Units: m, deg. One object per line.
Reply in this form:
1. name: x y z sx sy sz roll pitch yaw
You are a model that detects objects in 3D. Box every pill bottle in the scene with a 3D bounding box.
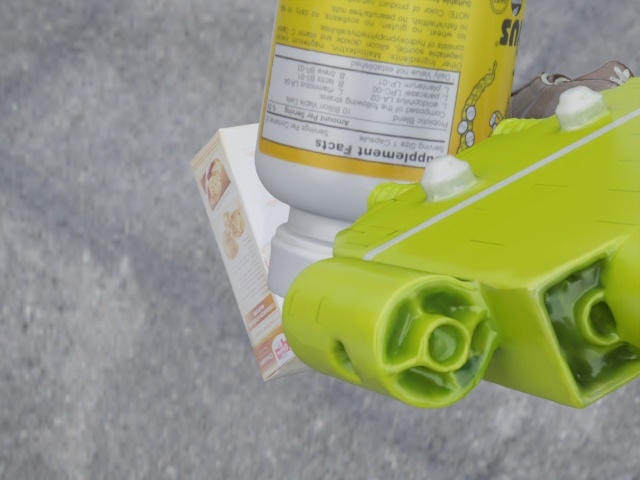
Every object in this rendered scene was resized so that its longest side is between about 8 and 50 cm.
1. pill bottle: 0.032 -0.072 0.855 0.118 0.208 0.117 8 8 -1

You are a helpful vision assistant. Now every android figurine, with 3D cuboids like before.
1. android figurine: 0.104 -0.014 0.626 0.248 0.273 0.056 -27 105 -16

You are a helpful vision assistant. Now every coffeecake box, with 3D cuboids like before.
1. coffeecake box: 0.000 0.000 1.397 0.142 0.068 0.185 -11 73 -30

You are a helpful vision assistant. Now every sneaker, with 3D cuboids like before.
1. sneaker: 0.121 -0.056 1.026 0.066 0.188 0.071 41 75 -15
